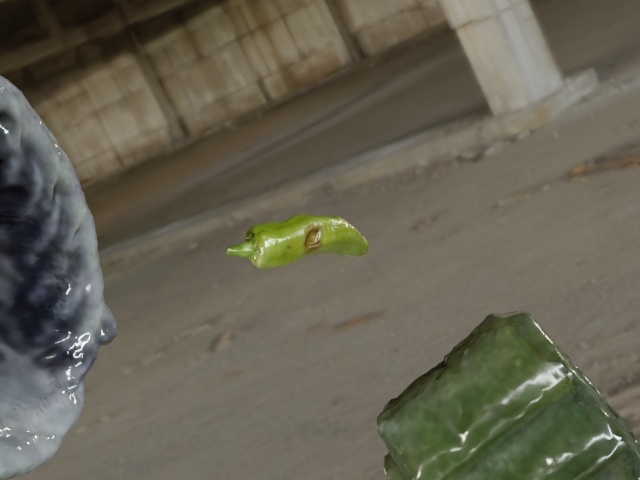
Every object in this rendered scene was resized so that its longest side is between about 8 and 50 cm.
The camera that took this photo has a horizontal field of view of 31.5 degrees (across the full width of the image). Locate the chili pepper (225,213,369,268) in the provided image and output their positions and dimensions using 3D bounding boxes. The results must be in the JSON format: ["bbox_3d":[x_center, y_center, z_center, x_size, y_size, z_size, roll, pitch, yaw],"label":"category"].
[{"bbox_3d":[0.001,0.000,0.971,0.043,0.049,0.208,31,17,30],"label":"chili pepper"}]

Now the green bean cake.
[{"bbox_3d":[0.120,0.130,0.484,0.094,0.183,0.185,-41,-24,11],"label":"green bean cake"}]

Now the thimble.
[{"bbox_3d":[-0.231,0.023,0.591,0.157,0.245,0.217,-1,64,23],"label":"thimble"}]
